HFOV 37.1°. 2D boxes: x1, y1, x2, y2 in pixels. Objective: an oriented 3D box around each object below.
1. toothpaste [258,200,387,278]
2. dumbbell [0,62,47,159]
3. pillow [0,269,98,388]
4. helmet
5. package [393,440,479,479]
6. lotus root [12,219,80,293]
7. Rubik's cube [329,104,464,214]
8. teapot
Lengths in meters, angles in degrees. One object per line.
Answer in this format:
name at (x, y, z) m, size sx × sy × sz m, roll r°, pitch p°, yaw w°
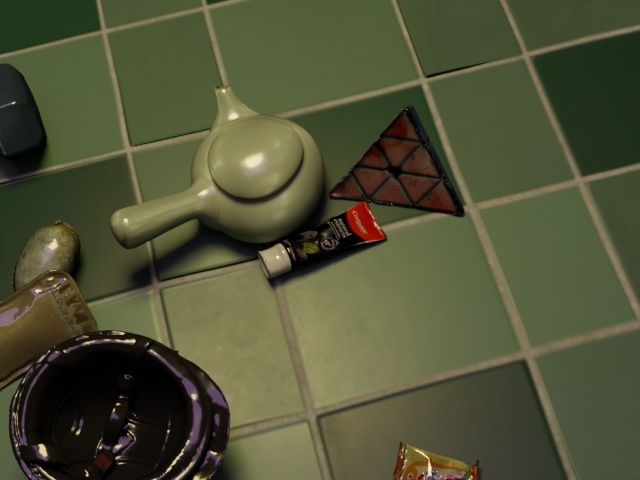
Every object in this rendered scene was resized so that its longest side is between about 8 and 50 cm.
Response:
toothpaste at (0.000, 0.000, 1.440) m, size 0.193 × 0.045 × 0.071 m, roll -21°, pitch 67°, yaw -14°
dumbbell at (-0.599, -0.156, 1.485) m, size 0.324 × 0.144 × 0.160 m, roll -23°, pitch 63°, yaw -7°
pillow at (-0.438, 0.135, 1.369) m, size 0.217 × 0.033 × 0.130 m, roll -25°, pitch 105°, yaw -8°
helmet at (-0.263, 0.252, 1.262) m, size 0.278 × 0.160 × 0.231 m, roll 12°, pitch 65°, yaw -5°
package at (0.153, 0.334, 1.273) m, size 0.120 × 0.031 × 0.108 m, roll 11°, pitch 65°, yaw 8°
lotus root at (-0.411, 0.045, 1.415) m, size 0.088 × 0.088 × 0.165 m, roll 19°, pitch 78°, yaw 11°
Rubik's cube at (0.137, -0.173, 1.471) m, size 0.211 × 0.190 × 0.178 m, roll 10°, pitch 48°, yaw 2°
teapot at (-0.133, -0.067, 1.417) m, size 0.220 × 0.149 × 0.318 m, roll 27°, pitch 67°, yaw 16°
